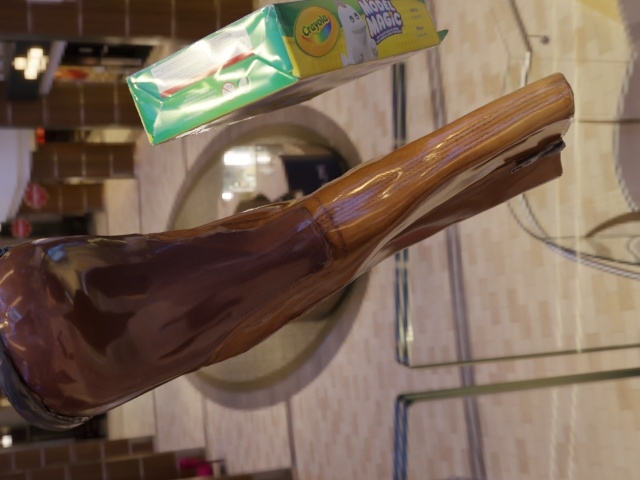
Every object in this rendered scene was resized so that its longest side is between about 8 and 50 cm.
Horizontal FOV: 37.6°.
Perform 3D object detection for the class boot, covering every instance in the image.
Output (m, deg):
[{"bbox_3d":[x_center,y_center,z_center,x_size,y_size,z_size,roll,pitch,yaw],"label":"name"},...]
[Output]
[{"bbox_3d":[0.000,0.000,0.473,0.096,0.280,0.264,69,-169,15],"label":"boot"}]

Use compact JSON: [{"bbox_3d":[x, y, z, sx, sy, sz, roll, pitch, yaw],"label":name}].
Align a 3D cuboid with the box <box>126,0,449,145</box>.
[{"bbox_3d":[-0.008,-0.102,0.524,0.105,0.179,0.043,-17,94,35],"label":"box"}]
